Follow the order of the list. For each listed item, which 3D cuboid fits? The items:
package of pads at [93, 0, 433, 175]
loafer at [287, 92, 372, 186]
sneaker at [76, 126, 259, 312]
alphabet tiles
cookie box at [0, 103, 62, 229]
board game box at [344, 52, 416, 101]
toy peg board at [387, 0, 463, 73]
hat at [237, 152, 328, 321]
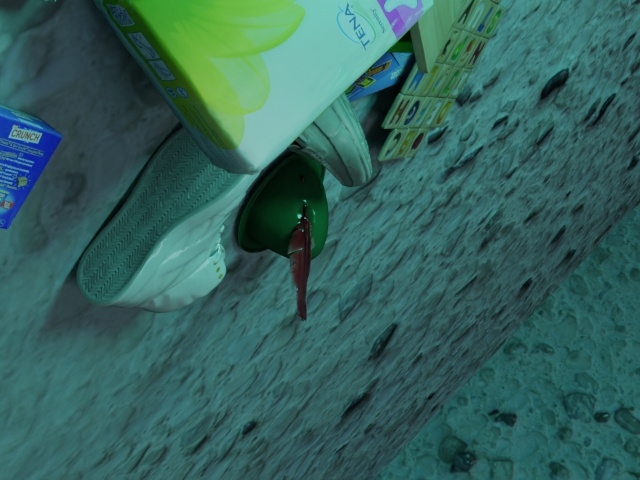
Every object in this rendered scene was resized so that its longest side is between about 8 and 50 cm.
[{"bbox_3d":[-0.045,-0.235,0.907,0.296,0.101,0.229,-45,125,-15],"label":"package of pads"},{"bbox_3d":[-0.021,-0.156,1.144,0.111,0.112,0.319,-25,146,9],"label":"loafer"},{"bbox_3d":[-0.146,-0.031,1.110,0.292,0.108,0.169,-45,158,6],"label":"sneaker"},{"bbox_3d":[0.200,-0.276,1.444,0.342,0.011,0.285,-61,163,18],"label":"alphabet tiles"},{"bbox_3d":[-0.302,-0.070,0.844,0.107,0.040,0.092,-56,155,7],"label":"cookie box"},{"bbox_3d":[0.089,-0.273,1.282,0.281,0.027,0.145,-28,145,-43],"label":"board game box"},{"bbox_3d":[0.114,-0.328,1.179,0.161,0.079,0.161,70,37,-47],"label":"toy peg board"},{"bbox_3d":[0.000,0.000,1.297,0.208,0.183,0.173,-51,156,-5],"label":"hat"}]
